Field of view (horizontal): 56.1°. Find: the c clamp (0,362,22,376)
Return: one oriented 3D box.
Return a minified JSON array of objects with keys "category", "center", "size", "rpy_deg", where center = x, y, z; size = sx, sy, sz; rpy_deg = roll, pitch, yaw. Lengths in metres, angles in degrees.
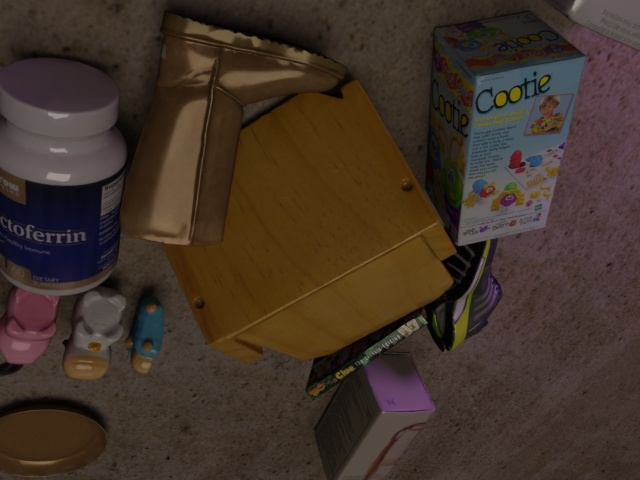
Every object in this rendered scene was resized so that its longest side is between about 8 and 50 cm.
[{"category":"c clamp","center":[-0.571,0.179,0.980],"size":[0.137,0.022,0.161],"rpy_deg":[-21,132,-5]}]

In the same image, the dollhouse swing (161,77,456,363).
[{"category":"dollhouse swing","center":[0.000,0.000,0.926],"size":[0.346,0.315,0.305],"rpy_deg":[-30,168,11]}]

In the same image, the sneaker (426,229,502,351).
[{"category":"sneaker","center":[0.273,0.072,1.097],"size":[0.121,0.111,0.300],"rpy_deg":[-19,138,-23]}]

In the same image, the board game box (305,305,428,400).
[{"category":"board game box","center":[0.085,0.186,1.110],"size":[0.259,0.136,0.030],"rpy_deg":[-38,97,16]}]

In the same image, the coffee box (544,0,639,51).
[{"category":"coffee box","center":[0.352,-0.367,0.543],"size":[0.337,0.338,0.334],"rpy_deg":[10,127,-25]}]

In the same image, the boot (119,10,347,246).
[{"category":"boot","center":[-0.111,-0.122,0.752],"size":[0.236,0.089,0.270],"rpy_deg":[10,110,-15]}]

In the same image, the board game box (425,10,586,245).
[{"category":"board game box","center":[0.241,-0.150,0.841],"size":[0.144,0.142,0.275],"rpy_deg":[-12,134,-6]}]

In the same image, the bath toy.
[{"category":"bath toy","center":[-0.423,0.124,0.910],"size":[0.348,0.129,0.152],"rpy_deg":[16,81,-31]}]

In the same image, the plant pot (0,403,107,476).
[{"category":"plant pot","center":[-0.537,0.385,1.167],"size":[0.236,0.032,0.236],"rpy_deg":[-8,132,-9]}]

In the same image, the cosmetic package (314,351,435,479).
[{"category":"cosmetic package","center":[0.105,0.388,1.285],"size":[0.129,0.153,0.296],"rpy_deg":[5,131,-23]}]

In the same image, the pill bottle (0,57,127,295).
[{"category":"pill bottle","center":[-0.319,-0.073,0.735],"size":[0.153,0.153,0.265],"rpy_deg":[3,129,-20]}]
